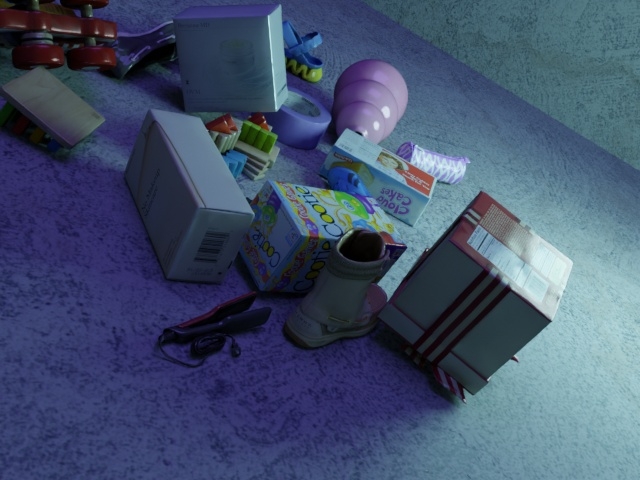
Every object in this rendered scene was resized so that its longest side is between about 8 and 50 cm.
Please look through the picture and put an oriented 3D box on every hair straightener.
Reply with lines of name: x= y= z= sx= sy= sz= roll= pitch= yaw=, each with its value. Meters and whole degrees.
hair straightener: x=-0.156 y=0.141 z=1.283 sx=0.089 sy=0.047 sz=0.230 roll=42 pitch=31 yaw=24

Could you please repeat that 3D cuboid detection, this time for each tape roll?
tape roll: x=-0.074 y=-0.315 z=2.093 sx=0.189 sy=0.080 sz=0.189 roll=21 pitch=28 yaw=-12

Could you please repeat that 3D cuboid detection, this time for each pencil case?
pencil case: x=0.301 y=-0.213 z=2.254 sx=0.206 sy=0.088 sz=0.086 roll=11 pitch=34 yaw=-31

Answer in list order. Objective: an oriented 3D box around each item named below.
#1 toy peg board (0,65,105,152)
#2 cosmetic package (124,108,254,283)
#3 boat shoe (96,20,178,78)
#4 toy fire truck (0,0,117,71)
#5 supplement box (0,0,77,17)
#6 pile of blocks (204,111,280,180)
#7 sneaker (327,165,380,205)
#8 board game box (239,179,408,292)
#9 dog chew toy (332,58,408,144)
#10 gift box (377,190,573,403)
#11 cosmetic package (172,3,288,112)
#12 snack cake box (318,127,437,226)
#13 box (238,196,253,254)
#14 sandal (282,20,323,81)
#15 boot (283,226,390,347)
toy peg board: x=-0.521 y=-0.232 z=1.570 sx=0.161 sy=0.079 sz=0.161 roll=40 pitch=26 yaw=-11
cosmetic package: x=-0.240 y=-0.083 z=1.465 sx=0.113 sy=0.160 sz=0.309 roll=6 pitch=34 yaw=-35
boat shoe: x=-0.409 y=-0.457 z=2.012 sx=0.095 sy=0.112 sz=0.335 roll=51 pitch=36 yaw=4
toy fire truck: x=-0.585 y=-0.431 z=1.722 sx=0.254 sy=0.169 sz=0.302 roll=-2 pitch=6 yaw=40
supplement box: x=-0.676 y=-0.507 z=1.868 sx=0.233 sy=0.080 sz=0.078 roll=3 pitch=34 yaw=-35
pile of blocks: x=-0.183 y=-0.211 z=1.782 sx=0.149 sy=0.112 sz=0.362 roll=37 pitch=29 yaw=15
sneaker: x=0.058 y=-0.103 z=1.869 sx=0.082 sy=0.069 sz=0.209 roll=1 pitch=38 yaw=-35
board game box: x=0.000 y=0.000 z=1.524 sx=0.275 sy=0.142 sz=0.144 roll=5 pitch=42 yaw=-44
dog chew toy: x=0.123 y=-0.352 z=2.220 sx=0.207 sy=0.206 sz=0.331 roll=26 pitch=35 yaw=-5
gift box: x=0.283 y=0.116 z=1.486 sx=0.276 sy=0.258 sz=0.255 roll=43 pitch=37 yaw=6
cosmetic package: x=-0.203 y=-0.422 z=1.916 sx=0.224 sy=0.224 sz=0.138 roll=1 pitch=25 yaw=10
snack cake box: x=0.143 y=-0.157 z=2.015 sx=0.264 sy=0.089 sz=0.152 roll=29 pitch=26 yaw=1
box: x=-0.136 y=-0.023 z=1.597 sx=0.116 sy=0.029 sz=0.162 roll=33 pitch=27 yaw=8
sandal: x=-0.122 y=-0.598 z=2.467 sx=0.317 sy=0.138 sz=0.126 roll=19 pitch=31 yaw=-14
boot: x=0.067 y=0.070 z=1.436 sx=0.095 sy=0.203 sz=0.262 roll=43 pitch=31 yaw=26
